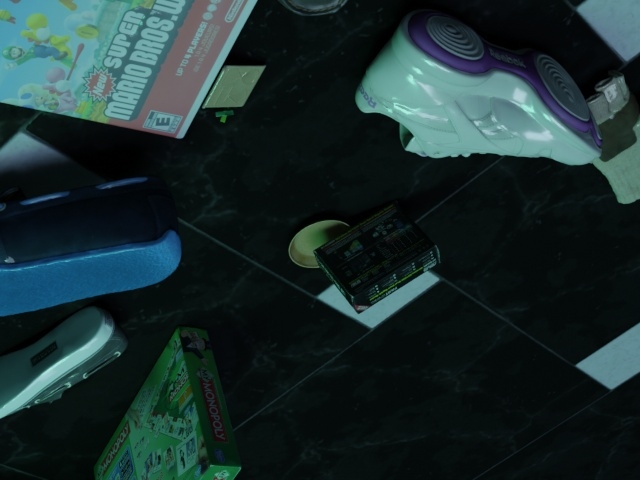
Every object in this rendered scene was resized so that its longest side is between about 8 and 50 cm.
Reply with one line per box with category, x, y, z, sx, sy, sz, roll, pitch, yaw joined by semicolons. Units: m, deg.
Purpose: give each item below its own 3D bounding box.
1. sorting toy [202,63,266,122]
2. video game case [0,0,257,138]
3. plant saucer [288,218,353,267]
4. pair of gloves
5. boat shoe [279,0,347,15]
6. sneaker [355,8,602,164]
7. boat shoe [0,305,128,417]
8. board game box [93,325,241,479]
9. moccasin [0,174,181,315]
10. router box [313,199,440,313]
sorting toy;-0.097;-0.152;1.296;0.062;0.012;0.083;-12;146;-46
video game case;-0.223;-0.202;1.191;0.285;0.025;0.204;10;132;-30
plant saucer;0.000;0.000;1.514;0.083;0.015;0.083;-12;139;-10
pair of gloves;0.413;-0.161;1.478;0.240;0.042;0.204;-35;134;16
boat shoe;-0.013;-0.323;1.055;0.132;0.130;0.355;-14;140;-7
sneaker;0.175;-0.147;1.364;0.305;0.114;0.152;21;135;-29
boat shoe;-0.335;0.163;1.525;0.228;0.080;0.076;-35;137;7
board game box;-0.206;0.293;1.609;0.046;0.213;0.317;9;133;-29
moccasin;-0.313;0.004;1.313;0.342;0.117;0.138;-5;150;1
router box;0.067;0.019;1.481;0.122;0.092;0.038;-31;142;-9
